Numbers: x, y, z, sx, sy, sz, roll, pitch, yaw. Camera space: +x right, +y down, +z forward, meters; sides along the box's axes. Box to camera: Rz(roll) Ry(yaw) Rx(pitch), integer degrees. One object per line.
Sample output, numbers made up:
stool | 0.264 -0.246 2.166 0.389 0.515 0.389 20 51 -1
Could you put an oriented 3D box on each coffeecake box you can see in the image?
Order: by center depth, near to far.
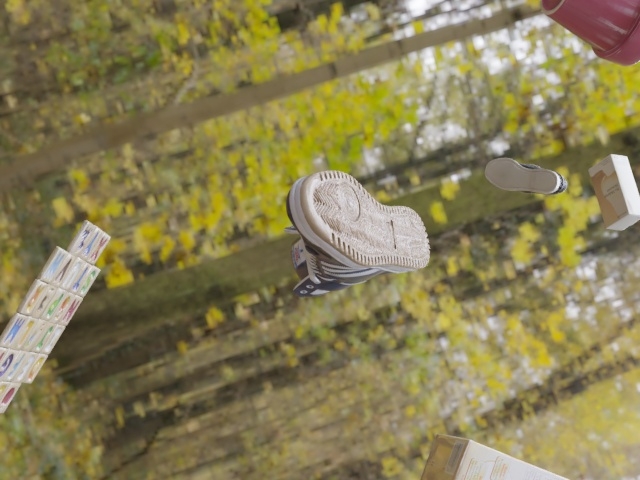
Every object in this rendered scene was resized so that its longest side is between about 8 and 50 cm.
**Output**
coffeecake box | 0.187 0.232 1.012 0.142 0.186 0.068 126 -14 -80

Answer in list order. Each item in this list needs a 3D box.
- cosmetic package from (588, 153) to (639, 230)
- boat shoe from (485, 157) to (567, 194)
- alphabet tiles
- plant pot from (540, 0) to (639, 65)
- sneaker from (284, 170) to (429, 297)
cosmetic package | 0.498 -0.081 1.980 0.060 0.041 0.115 -42 -128 48
boat shoe | 0.296 -0.090 1.693 0.125 0.038 0.046 11 -90 40
alphabet tiles | -0.444 0.127 1.881 0.011 0.342 0.285 30 -6 5
plant pot | 0.497 -0.429 2.071 0.201 0.180 0.201 -163 -90 -74
sneaker | 0.000 0.000 1.326 0.282 0.153 0.099 19 62 -59
